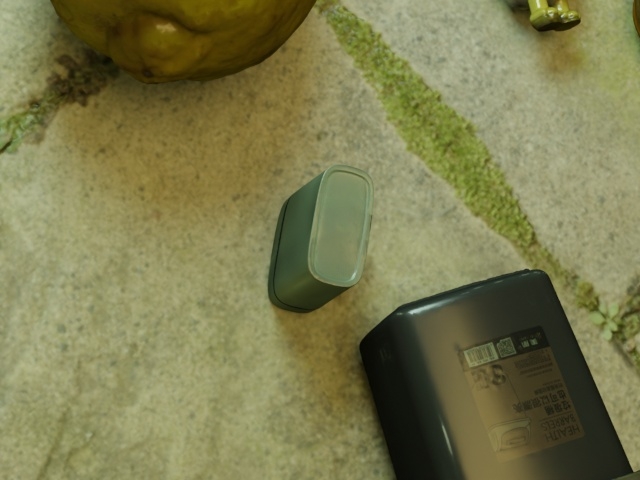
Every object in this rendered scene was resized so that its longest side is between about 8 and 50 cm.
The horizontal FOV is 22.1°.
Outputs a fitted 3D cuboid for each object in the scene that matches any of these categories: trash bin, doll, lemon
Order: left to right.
[{"bbox_3d":[-0.115,-0.299,1.489,0.285,0.285,0.316,39,47,-6],"label":"lemon"},{"bbox_3d":[0.000,0.000,1.521,0.059,0.130,0.116,12,74,-15],"label":"trash bin"},{"bbox_3d":[0.166,0.190,1.509,0.209,0.182,0.290,-15,77,-18],"label":"trash bin"},{"bbox_3d":[0.219,-0.312,1.688,0.129,0.081,0.207,-2,76,-37],"label":"doll"}]

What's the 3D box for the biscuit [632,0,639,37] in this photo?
[{"bbox_3d":[0.413,-0.239,1.749,0.170,0.050,0.170,6,68,-16],"label":"biscuit"}]
